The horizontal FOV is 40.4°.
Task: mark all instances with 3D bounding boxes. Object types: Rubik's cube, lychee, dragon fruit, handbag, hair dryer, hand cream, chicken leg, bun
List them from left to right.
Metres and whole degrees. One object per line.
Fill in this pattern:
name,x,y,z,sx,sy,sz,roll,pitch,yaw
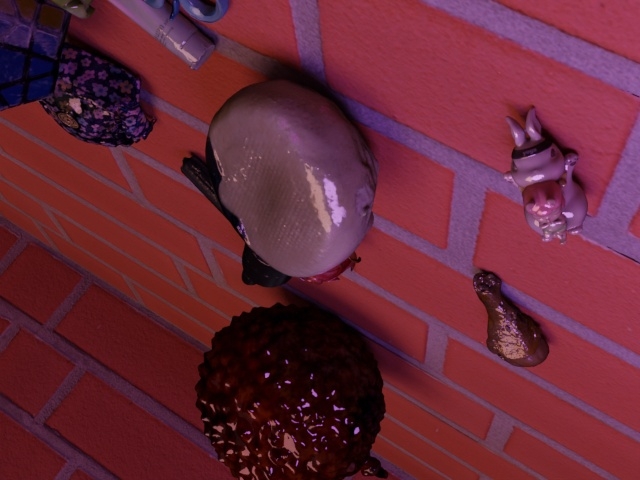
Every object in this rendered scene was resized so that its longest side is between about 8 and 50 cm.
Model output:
Rubik's cube,-0.523,-0.343,1.325,0.264,0.319,0.319,55,172,31
handbag,-0.420,-0.253,1.567,0.229,0.126,0.208,25,158,6
hand cream,-0.241,-0.324,1.229,0.205,0.050,0.078,39,140,-3
hair dryer,-0.160,-0.039,1.690,0.302,0.116,0.244,46,160,4
lychee,-0.044,0.369,1.918,0.500,0.424,0.424,46,160,0
bun,-0.023,-0.100,1.213,0.283,0.179,0.283,28,135,31
dragon fruit,0.000,0.000,1.464,0.136,0.133,0.166,-12,150,4
chicken leg,0.288,0.127,1.361,0.085,0.069,0.198,6,137,52

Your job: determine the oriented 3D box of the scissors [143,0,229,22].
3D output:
scissors,-0.194,-0.391,1.023,0.180,0.032,0.393,25,158,8

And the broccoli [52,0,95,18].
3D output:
broccoli,-0.127,-0.309,0.745,0.297,0.297,0.297,42,-170,-9

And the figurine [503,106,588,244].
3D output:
figurine,0.253,-0.067,0.959,0.146,0.081,0.098,55,-171,-41
